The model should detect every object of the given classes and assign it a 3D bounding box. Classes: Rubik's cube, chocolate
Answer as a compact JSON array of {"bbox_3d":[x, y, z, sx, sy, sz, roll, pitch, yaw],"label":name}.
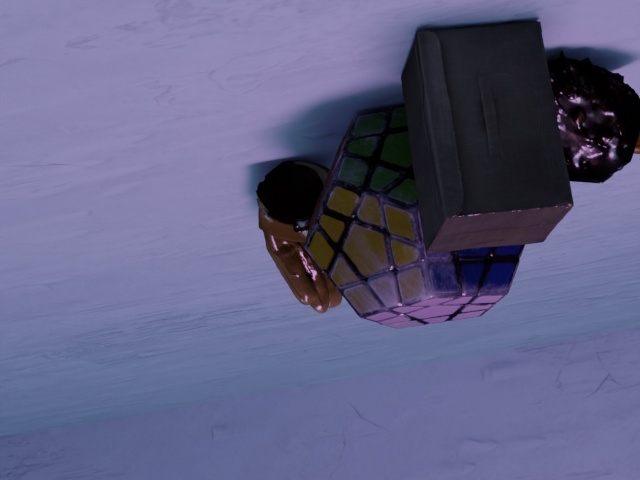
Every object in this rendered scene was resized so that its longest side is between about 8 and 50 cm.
[{"bbox_3d":[0.132,-0.032,1.869,0.319,0.319,0.264,1,-170,-28],"label":"Rubik's cube"},{"bbox_3d":[0.307,-0.167,1.756,0.156,0.156,0.133,-18,144,32],"label":"chocolate"}]

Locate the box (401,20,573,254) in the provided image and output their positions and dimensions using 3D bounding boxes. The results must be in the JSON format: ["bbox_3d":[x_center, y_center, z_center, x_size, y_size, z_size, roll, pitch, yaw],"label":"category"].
[{"bbox_3d":[0.189,-0.120,1.651,0.149,0.231,0.155,-6,163,-7],"label":"box"}]

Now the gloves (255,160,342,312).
[{"bbox_3d":[-0.008,-0.013,2.112,0.154,0.141,0.331,-33,154,-4],"label":"gloves"}]

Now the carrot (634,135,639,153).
[{"bbox_3d":[0.548,-0.139,2.095,0.257,0.061,0.061,8,160,-17],"label":"carrot"}]
